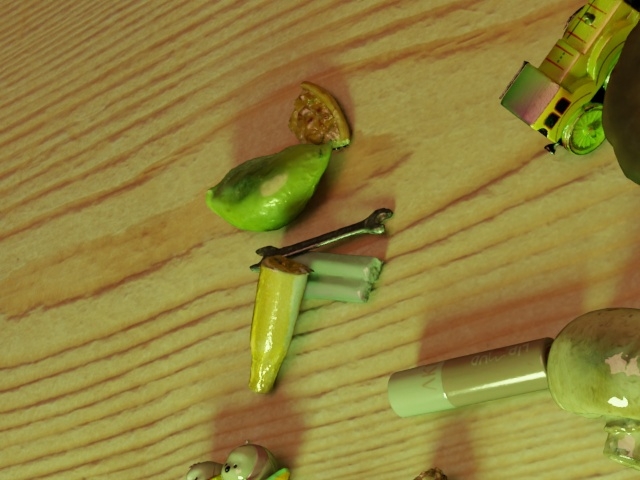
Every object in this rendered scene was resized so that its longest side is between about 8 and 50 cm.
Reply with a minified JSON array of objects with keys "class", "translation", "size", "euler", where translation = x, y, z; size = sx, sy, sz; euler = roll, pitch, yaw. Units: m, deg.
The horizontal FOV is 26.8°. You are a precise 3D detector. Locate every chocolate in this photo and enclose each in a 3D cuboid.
[{"class":"chocolate","translation":[-0.078,0.137,2.130],"size":[0.085,0.085,0.219],"euler":[28,111,43]}]

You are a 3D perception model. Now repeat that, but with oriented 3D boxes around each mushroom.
[{"class":"mushroom","translation":[0.387,0.180,1.674],"size":[0.253,0.189,0.195],"euler":[3,74,49]}]

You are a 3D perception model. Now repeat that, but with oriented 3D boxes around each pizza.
[{"class":"pizza","translation":[-0.008,-0.200,2.252],"size":[0.099,0.035,0.160],"euler":[-46,50,17]}]

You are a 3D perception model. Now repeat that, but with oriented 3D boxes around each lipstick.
[{"class":"lipstick","translation":[0.216,0.194,1.889],"size":[0.254,0.070,0.070],"euler":[-17,63,34]}]

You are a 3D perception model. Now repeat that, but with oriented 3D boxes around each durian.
[{"class":"durian","translation":[-0.085,-0.089,2.229],"size":[0.250,0.101,0.139],"euler":[-17,62,38]}]

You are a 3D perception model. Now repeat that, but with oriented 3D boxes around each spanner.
[{"class":"spanner","translation":[0.000,0.000,2.145],"size":[0.254,0.015,0.054],"euler":[-19,38,22]}]

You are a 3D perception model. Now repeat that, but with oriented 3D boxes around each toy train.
[{"class":"toy train","translation":[0.387,-0.256,1.863],"size":[0.296,0.160,0.100],"euler":[-54,42,10]}]

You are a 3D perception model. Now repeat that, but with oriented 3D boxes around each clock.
[{"class":"clock","translation":[-0.136,0.394,2.087],"size":[0.231,0.103,0.144],"euler":[-27,67,32]}]

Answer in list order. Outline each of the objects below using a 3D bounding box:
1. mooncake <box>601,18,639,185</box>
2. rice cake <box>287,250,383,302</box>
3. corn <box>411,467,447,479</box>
[{"class":"mooncake","translation":[0.530,-0.171,1.692],"size":[0.324,0.187,0.324],"euler":[-16,63,33]},{"class":"rice cake","translation":[0.001,0.058,2.143],"size":[0.221,0.042,0.080],"euler":[4,71,41]},{"class":"corn","translation":[0.145,0.455,1.832],"size":[0.098,0.098,0.290],"euler":[-16,64,35]}]
